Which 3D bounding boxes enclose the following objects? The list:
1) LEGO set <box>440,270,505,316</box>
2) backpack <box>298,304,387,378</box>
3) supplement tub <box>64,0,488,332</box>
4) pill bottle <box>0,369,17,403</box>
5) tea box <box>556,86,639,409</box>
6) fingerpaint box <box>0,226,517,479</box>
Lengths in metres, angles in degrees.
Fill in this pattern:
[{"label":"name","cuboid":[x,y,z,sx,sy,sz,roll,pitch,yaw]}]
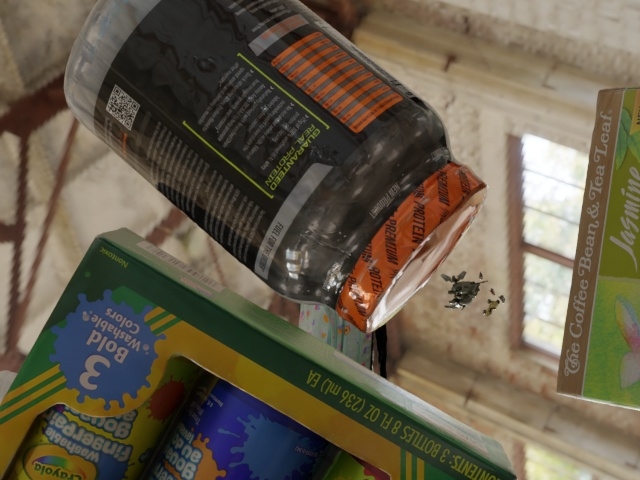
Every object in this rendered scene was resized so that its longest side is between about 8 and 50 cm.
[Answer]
[{"label":"LEGO set","cuboid":[0.158,0.058,1.356,0.083,0.023,0.054,13,-53,-21]},{"label":"backpack","cuboid":[0.029,0.156,2.060,0.115,0.152,0.182,-6,-74,-35]},{"label":"supplement tub","cuboid":[-0.037,-0.089,1.117,0.207,0.338,0.207,-46,-14,-15]},{"label":"pill bottle","cuboid":[-0.240,0.191,1.471,0.162,0.278,0.162,-12,-90,-86]},{"label":"tea box","cuboid":[0.444,0.025,1.303,0.220,0.323,0.329,12,-95,-41]},{"label":"fingerpaint box","cuboid":[-0.101,0.257,1.243,0.371,0.444,0.163,-59,0,4]}]
